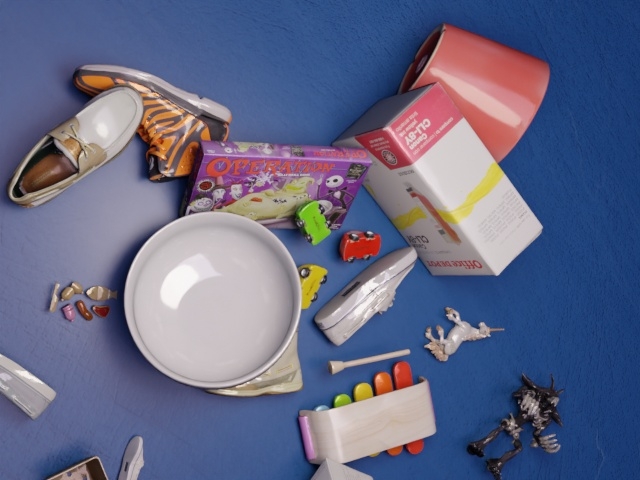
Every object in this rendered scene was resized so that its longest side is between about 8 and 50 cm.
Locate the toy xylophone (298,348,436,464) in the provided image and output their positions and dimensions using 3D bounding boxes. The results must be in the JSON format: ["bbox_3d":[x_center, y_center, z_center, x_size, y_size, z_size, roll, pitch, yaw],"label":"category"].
[{"bbox_3d":[0.111,0.353,1.995,0.323,0.081,0.236,-3,89,-23],"label":"toy xylophone"}]

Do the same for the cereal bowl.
[{"bbox_3d":[-0.206,0.124,1.811,0.339,0.141,0.339,2,72,-7],"label":"cereal bowl"}]

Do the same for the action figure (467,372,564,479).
[{"bbox_3d":[0.468,0.413,2.115,0.276,0.141,0.164,-41,102,-16],"label":"action figure"}]

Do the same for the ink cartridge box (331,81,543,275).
[{"bbox_3d":[0.239,-0.114,1.957,0.160,0.279,0.384,-44,104,-18],"label":"ink cartridge box"}]

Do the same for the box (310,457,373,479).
[{"bbox_3d":[0.026,0.567,1.867,0.119,0.182,0.181,28,106,-20],"label":"box"}]

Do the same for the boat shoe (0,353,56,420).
[{"bbox_3d":[-0.590,0.249,1.702,0.227,0.079,0.081,39,70,-20],"label":"boat shoe"}]

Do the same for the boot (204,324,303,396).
[{"bbox_3d":[-0.135,0.230,1.898,0.213,0.077,0.165,-1,89,-28],"label":"boot"}]

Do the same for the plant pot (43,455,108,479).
[{"bbox_3d":[-0.451,0.463,1.745,0.109,0.096,0.109,-24,98,-22],"label":"plant pot"}]

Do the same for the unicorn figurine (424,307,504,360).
[{"bbox_3d":[0.309,0.206,2.103,0.162,0.060,0.111,-41,105,-2],"label":"unicorn figurine"}]

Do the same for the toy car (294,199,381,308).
[{"bbox_3d":[0.000,0.000,1.933,0.239,0.053,0.225,-38,131,-15],"label":"toy car"}]

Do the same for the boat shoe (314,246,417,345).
[{"bbox_3d":[0.112,0.119,1.998,0.267,0.096,0.088,-40,107,-18],"label":"boat shoe"}]

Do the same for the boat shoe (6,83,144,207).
[{"bbox_3d":[-0.442,-0.165,1.708,0.302,0.103,0.113,-43,98,5],"label":"boat shoe"}]

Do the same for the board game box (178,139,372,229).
[{"bbox_3d":[-0.091,-0.105,1.868,0.347,0.208,0.056,0,45,-23],"label":"board game box"}]

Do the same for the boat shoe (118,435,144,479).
[{"bbox_3d":[-0.360,0.430,1.822,0.035,0.035,0.100,27,72,-48],"label":"boat shoe"}]

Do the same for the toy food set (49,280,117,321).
[{"bbox_3d":[-0.455,0.120,1.798,0.122,0.019,0.078,16,82,-30],"label":"toy food set"}]

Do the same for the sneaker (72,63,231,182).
[{"bbox_3d":[-0.331,-0.214,1.804,0.321,0.124,0.180,18,80,-22],"label":"sneaker"}]

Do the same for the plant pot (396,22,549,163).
[{"bbox_3d":[0.315,-0.324,2.025,0.243,0.275,0.275,28,77,-9],"label":"plant pot"}]
